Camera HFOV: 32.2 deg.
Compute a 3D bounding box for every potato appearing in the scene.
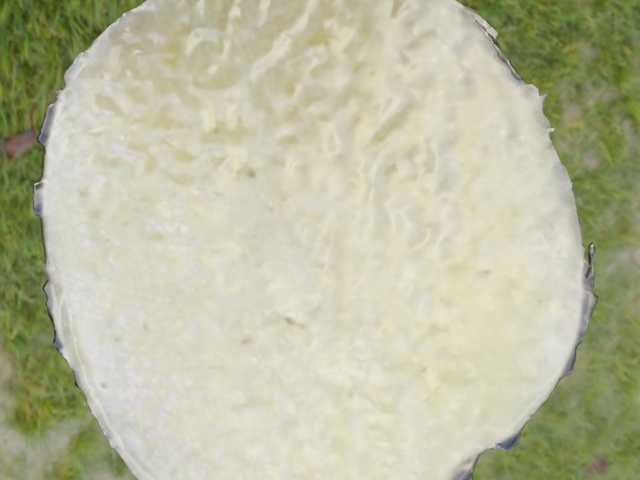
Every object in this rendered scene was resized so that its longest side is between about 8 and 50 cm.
[{"bbox_3d":[0.000,0.000,0.411,0.182,0.117,0.202,-18,98,10],"label":"potato"}]
